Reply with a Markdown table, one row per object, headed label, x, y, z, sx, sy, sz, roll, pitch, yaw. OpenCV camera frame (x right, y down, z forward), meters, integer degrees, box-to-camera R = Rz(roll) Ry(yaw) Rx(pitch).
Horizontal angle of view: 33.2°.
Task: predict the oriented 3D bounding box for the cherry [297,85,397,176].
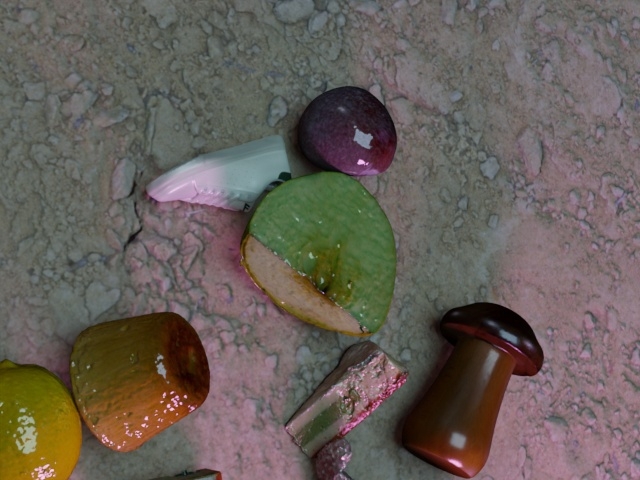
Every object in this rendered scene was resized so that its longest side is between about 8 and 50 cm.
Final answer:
| label | x | y | z | sx | sy | sz | roll | pitch | yaw |
| --- | --- | --- | --- | --- | --- | --- | --- | --- | --- |
| cherry | 0.046 | -0.185 | 1.848 | 0.176 | 0.176 | 0.140 | -25 | 133 | -29 |

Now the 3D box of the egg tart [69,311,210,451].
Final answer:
| label | x | y | z | sx | sy | sz | roll | pitch | yaw |
| --- | --- | --- | --- | --- | --- | --- | --- | --- | --- |
| egg tart | -0.254 | 0.199 | 1.580 | 0.202 | 0.147 | 0.202 | 56 | 22 | -37 |

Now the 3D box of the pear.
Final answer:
| label | x | y | z | sx | sy | sz | roll | pitch | yaw |
| --- | --- | --- | --- | --- | --- | --- | --- | --- | --- |
| pear | 0.001 | 0.003 | 1.801 | 0.288 | 0.139 | 0.239 | 40 | 61 | -18 |

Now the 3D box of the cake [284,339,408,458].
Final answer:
| label | x | y | z | sx | sy | sz | roll | pitch | yaw |
| --- | --- | --- | --- | --- | --- | --- | --- | --- | --- |
| cake | 0.041 | 0.259 | 1.829 | 0.220 | 0.117 | 0.086 | -42 | 99 | 6 |

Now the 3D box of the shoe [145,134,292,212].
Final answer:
| label | x | y | z | sx | sy | sz | roll | pitch | yaw |
| --- | --- | --- | --- | --- | --- | --- | --- | --- | --- |
| shoe | -0.154 | -0.092 | 1.764 | 0.265 | 0.095 | 0.110 | -24 | 92 | -31 |

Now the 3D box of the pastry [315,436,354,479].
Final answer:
| label | x | y | z | sx | sy | sz | roll | pitch | yaw |
| --- | --- | --- | --- | --- | --- | --- | --- | --- | --- |
| pastry | 0.070 | 0.452 | 1.768 | 0.112 | 0.103 | 0.265 | -44 | 104 | -20 |

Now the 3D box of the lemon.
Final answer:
| label | x | y | z | sx | sy | sz | roll | pitch | yaw |
| --- | --- | --- | --- | --- | --- | --- | --- | --- | --- |
| lemon | -0.424 | 0.270 | 1.507 | 0.180 | 0.180 | 0.193 | -33 | 87 | -28 |

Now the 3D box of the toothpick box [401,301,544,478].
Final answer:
| label | x | y | z | sx | sy | sz | roll | pitch | yaw |
| --- | --- | --- | --- | --- | --- | --- | --- | --- | --- |
| toothpick box | 0.264 | 0.253 | 1.867 | 0.192 | 0.192 | 0.294 | 33 | 73 | -19 |

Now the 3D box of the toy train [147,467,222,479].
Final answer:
| label | x | y | z | sx | sy | sz | roll | pitch | yaw |
| --- | --- | --- | --- | --- | --- | --- | --- | --- | --- |
| toy train | -0.227 | 0.392 | 1.629 | 0.188 | 0.099 | 0.072 | -6 | 83 | -27 |
